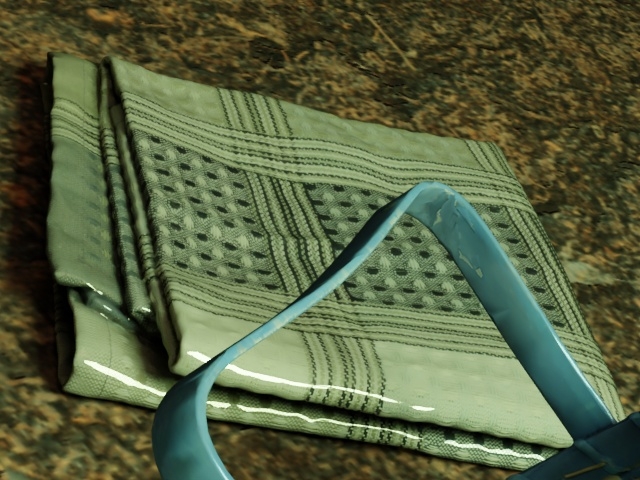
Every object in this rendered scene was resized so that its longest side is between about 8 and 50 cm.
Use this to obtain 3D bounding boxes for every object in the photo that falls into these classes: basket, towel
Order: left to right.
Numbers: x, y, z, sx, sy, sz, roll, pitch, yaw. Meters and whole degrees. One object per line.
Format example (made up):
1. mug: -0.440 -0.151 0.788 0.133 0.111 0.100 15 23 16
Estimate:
1. towel: 0.000 0.000 1.034 0.324 0.056 0.312 11 34 -19
2. basket: 0.076 0.131 0.717 0.289 0.201 0.255 58 34 -4
